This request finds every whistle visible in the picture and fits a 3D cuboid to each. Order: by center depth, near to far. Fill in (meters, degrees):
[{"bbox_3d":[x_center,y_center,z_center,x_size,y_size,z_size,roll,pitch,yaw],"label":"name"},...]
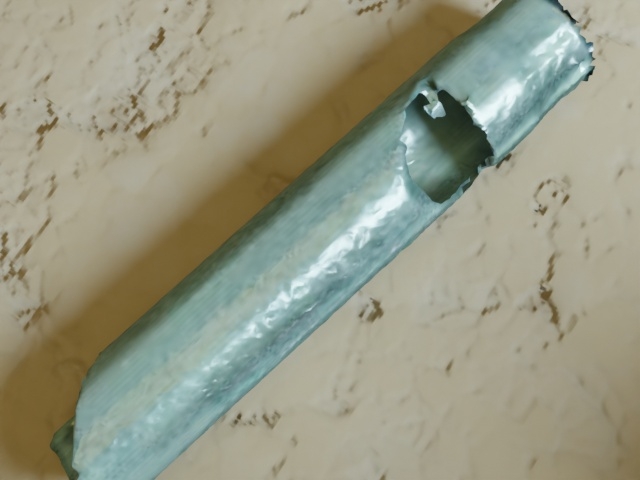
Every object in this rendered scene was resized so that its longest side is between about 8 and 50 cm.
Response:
[{"bbox_3d":[0.000,0.000,0.546,0.312,0.062,0.062,-42,78,-9],"label":"whistle"}]
